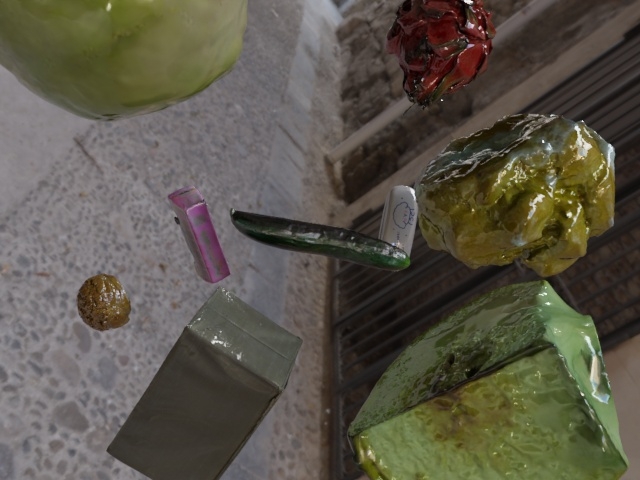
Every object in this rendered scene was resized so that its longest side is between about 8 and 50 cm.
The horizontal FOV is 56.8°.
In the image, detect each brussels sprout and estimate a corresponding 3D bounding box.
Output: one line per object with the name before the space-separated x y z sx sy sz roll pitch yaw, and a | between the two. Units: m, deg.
brussels sprout | -0.197 -0.257 0.578 0.242 0.317 0.273 118 -47 -84

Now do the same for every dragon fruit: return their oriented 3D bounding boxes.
dragon fruit | 0.240 -0.400 1.256 0.234 0.293 0.234 34 -3 2

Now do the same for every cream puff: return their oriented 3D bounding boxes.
cream puff | -0.483 0.140 1.307 0.103 0.144 0.126 -28 79 -32
cream puff | 0.369 -0.067 1.118 0.275 0.379 0.378 61 17 -19

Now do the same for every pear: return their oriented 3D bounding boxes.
pear | 0.209 0.182 0.707 0.176 0.287 0.282 55 23 -4

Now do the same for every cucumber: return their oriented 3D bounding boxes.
cucumber | 0.000 0.000 0.894 0.285 0.056 0.056 14 30 -8

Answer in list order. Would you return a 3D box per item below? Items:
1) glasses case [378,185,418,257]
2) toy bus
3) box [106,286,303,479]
glasses case | 0.176 -0.028 1.353 0.076 0.197 0.049 12 -2 -14
toy bus | -0.333 -0.013 1.660 0.112 0.090 0.273 32 -36 50
box | -0.154 0.211 0.824 0.149 0.231 0.155 34 20 -3
